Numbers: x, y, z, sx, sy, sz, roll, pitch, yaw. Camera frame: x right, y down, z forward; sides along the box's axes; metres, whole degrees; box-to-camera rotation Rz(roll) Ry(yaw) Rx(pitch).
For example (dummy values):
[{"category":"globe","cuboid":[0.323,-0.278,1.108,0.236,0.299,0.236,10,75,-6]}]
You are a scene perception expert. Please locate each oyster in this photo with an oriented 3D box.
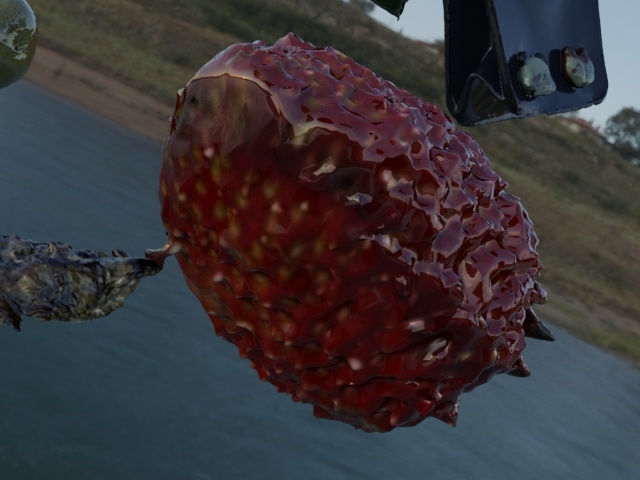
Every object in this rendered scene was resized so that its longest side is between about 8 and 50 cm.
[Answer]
[{"category":"oyster","cuboid":[-0.164,0.015,0.475,0.086,0.029,0.132,40,30,16]}]

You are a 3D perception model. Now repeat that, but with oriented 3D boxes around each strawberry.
[{"category":"strawberry","cuboid":[-0.001,0.002,0.622,0.343,0.292,0.292,28,3,-37]}]

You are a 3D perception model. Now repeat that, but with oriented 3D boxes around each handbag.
[{"category":"handbag","cuboid":[0.302,-0.341,1.161,0.121,0.330,0.303,4,15,44]}]

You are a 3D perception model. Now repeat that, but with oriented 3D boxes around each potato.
[{"category":"potato","cuboid":[-0.416,-0.228,0.927,0.157,0.194,0.157,20,51,-26]}]

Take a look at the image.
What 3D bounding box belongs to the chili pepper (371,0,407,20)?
[{"category":"chili pepper","cuboid":[0.010,-0.343,0.923,0.226,0.059,0.088,30,-38,1]}]
